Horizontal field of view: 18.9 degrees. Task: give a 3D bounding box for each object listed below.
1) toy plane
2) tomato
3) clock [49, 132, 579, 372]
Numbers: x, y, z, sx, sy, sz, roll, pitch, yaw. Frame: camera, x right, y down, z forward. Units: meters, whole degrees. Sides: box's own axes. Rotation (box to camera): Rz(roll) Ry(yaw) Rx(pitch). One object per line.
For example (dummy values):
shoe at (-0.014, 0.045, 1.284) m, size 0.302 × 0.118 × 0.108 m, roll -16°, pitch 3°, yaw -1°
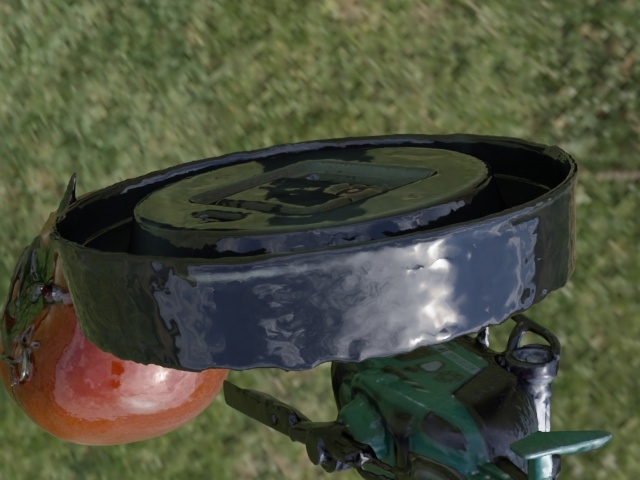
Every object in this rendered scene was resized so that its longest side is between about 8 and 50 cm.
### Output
toy plane at (0.074, 0.116, 1.079) m, size 0.155 × 0.382 × 0.106 m, roll -10°, pitch 111°, yaw -22°
tomato at (-0.194, 0.074, 1.843) m, size 0.224 × 0.256 × 0.256 m, roll 16°, pitch 110°, yaw -26°
clock at (0.000, 0.000, 0.669) m, size 0.184 × 0.184 × 0.040 m, roll -11°, pitch 104°, yaw -17°
